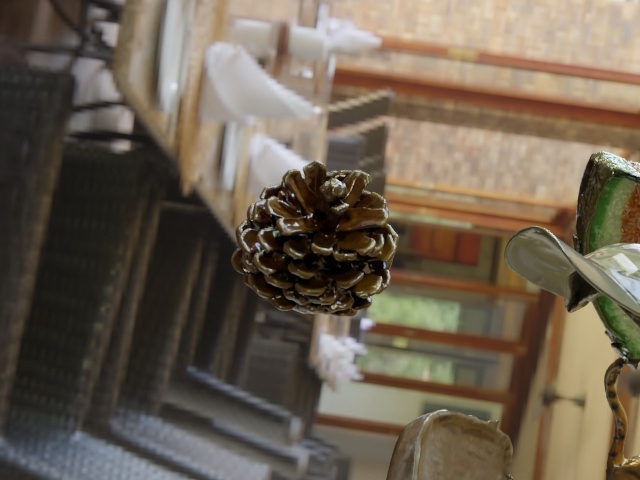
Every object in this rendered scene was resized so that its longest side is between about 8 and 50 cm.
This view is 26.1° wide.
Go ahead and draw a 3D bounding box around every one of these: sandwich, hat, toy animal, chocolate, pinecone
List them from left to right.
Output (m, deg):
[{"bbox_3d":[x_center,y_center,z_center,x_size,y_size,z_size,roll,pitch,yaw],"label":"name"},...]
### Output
[{"bbox_3d":[0.001,0.002,1.555,0.212,0.186,0.168,141,-61,-66],"label":"pinecone"},{"bbox_3d":[0.113,0.300,1.385,0.083,0.161,0.261,-12,-119,45],"label":"chocolate"},{"bbox_3d":[0.302,0.019,1.459,0.166,0.144,0.173,16,-37,57],"label":"hat"},{"bbox_3d":[0.410,-0.002,1.723,0.292,0.212,0.109,55,13,-29],"label":"sandwich"},{"bbox_3d":[0.274,0.209,1.146,0.114,0.116,0.255,-85,155,-78],"label":"toy animal"}]
